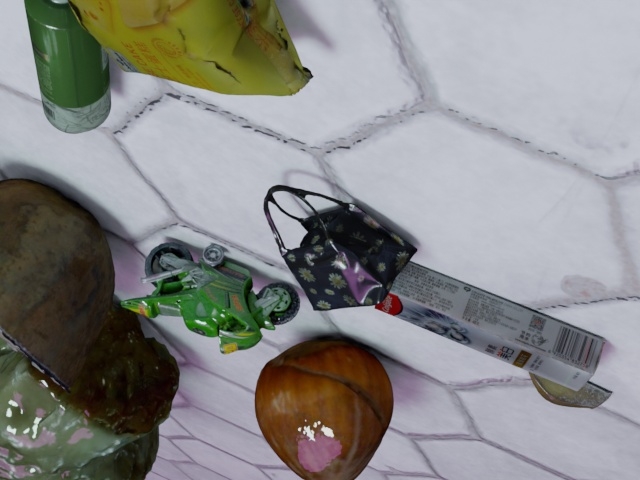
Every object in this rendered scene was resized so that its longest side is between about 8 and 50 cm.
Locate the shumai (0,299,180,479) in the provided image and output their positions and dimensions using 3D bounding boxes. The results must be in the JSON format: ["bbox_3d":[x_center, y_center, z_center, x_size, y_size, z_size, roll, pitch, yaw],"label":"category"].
[{"bbox_3d":[-0.386,0.226,1.395,0.397,0.324,0.323,26,140,-21],"label":"shumai"}]

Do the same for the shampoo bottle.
[{"bbox_3d":[-0.202,-0.164,0.734,0.065,0.065,0.204,25,154,1],"label":"shampoo bottle"}]

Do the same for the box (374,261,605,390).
[{"bbox_3d":[0.159,0.080,0.886,0.218,0.039,0.055,22,155,9],"label":"box"}]

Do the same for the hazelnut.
[{"bbox_3d":[0.000,0.205,1.110,0.182,0.182,0.182,20,154,11],"label":"hazelnut"}]

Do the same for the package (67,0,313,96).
[{"bbox_3d":[-0.107,-0.173,0.595,0.168,0.090,0.226,14,154,26],"label":"package"}]

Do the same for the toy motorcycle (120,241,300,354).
[{"bbox_3d":[-0.122,0.070,1.042,0.190,0.106,0.074,19,153,10],"label":"toy motorcycle"}]

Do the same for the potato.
[{"bbox_3d":[0.250,0.158,0.952,0.093,0.036,0.037,25,151,0],"label":"potato"}]

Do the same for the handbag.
[{"bbox_3d":[0.000,0.000,0.846,0.139,0.072,0.115,43,151,-24],"label":"handbag"}]

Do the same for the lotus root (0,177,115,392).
[{"bbox_3d":[-0.358,0.038,1.111,0.272,0.192,0.272,28,163,9],"label":"lotus root"}]
